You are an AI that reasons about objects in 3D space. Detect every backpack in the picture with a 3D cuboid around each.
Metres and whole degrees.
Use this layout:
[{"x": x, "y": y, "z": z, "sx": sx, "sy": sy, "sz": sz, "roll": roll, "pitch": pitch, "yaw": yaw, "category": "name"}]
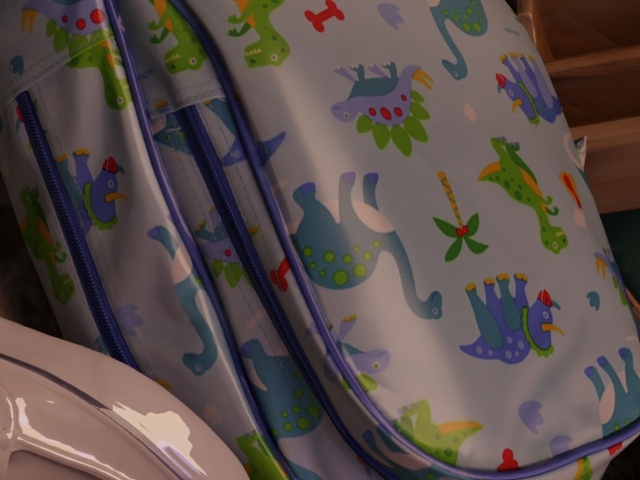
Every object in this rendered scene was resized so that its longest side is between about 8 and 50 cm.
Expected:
[{"x": 0.000, "y": 0.000, "z": 0.721, "sx": 0.290, "sy": 0.273, "sz": 0.356, "roll": -4, "pitch": 86, "yaw": -49, "category": "backpack"}]

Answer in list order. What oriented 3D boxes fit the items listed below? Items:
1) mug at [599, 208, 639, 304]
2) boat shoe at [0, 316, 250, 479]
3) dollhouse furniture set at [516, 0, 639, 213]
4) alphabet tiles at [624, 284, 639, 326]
[{"x": 0.253, "y": -0.007, "z": 1.027, "sx": 0.157, "sy": 0.097, "sz": 0.129, "roll": 17, "pitch": 58, "yaw": -36, "category": "mug"}, {"x": -0.156, "y": 0.075, "z": 0.603, "sx": 0.258, "sy": 0.095, "sz": 0.084, "roll": 24, "pitch": 52, "yaw": 2, "category": "boat shoe"}, {"x": 0.153, "y": -0.239, "z": 0.874, "sx": 0.394, "sy": 0.362, "sz": 0.256, "roll": 62, "pitch": 27, "yaw": -44, "category": "dollhouse furniture set"}, {"x": 0.233, "y": 0.122, "z": 0.875, "sx": 0.342, "sy": 0.011, "sz": 0.285, "roll": 44, "pitch": 15, "yaw": -34, "category": "alphabet tiles"}]
